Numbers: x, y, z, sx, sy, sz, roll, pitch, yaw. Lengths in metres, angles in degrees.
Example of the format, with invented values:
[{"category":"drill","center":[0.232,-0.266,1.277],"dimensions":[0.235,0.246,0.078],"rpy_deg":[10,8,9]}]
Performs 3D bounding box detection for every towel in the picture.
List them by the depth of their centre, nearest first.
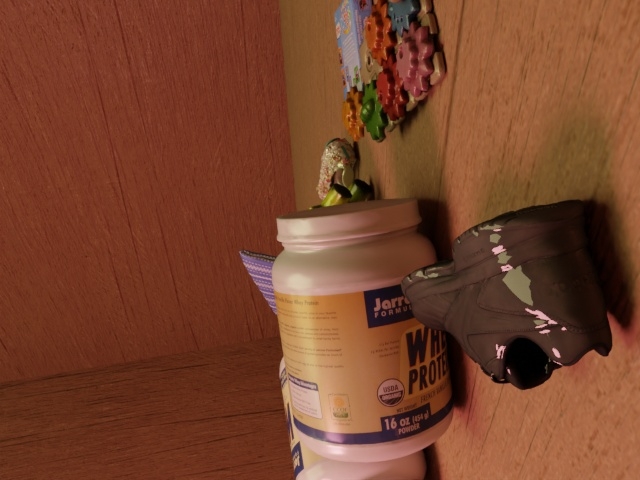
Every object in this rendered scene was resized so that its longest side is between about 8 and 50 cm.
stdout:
[{"category":"towel","center":[0.000,0.118,1.118],"dimensions":[0.336,0.243,0.040],"rpy_deg":[70,-146,-58]}]

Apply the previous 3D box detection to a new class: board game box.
[{"category":"board game box","center":[0.066,-0.308,0.997],"dimensions":[0.160,0.039,0.212],"rpy_deg":[-138,39,-79]}]

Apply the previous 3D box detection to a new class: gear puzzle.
[{"category":"gear puzzle","center":[0.074,-0.237,0.810],"dimensions":[0.339,0.044,0.176],"rpy_deg":[141,120,-74]}]

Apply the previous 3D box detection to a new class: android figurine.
[{"category":"android figurine","center":[0.000,0.000,1.151],"dimensions":[0.056,0.248,0.273],"rpy_deg":[41,117,17]}]

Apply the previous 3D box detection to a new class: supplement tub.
[{"category":"supplement tub","center":[0.056,0.109,0.791],"dimensions":[0.228,0.228,0.316],"rpy_deg":[-140,41,-80]},{"category":"supplement tub","center":[0.058,0.352,1.058],"dimensions":[0.235,0.235,0.325],"rpy_deg":[89,170,-51]}]

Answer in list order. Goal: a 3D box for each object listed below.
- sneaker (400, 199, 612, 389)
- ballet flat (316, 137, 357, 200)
[{"category":"sneaker","center":[0.149,0.066,0.505],"dimensions":[0.286,0.109,0.130],"rpy_deg":[98,156,-75]},{"category":"ballet flat","center":[0.040,-0.136,1.296],"dimensions":[0.077,0.091,0.241],"rpy_deg":[54,167,22]}]
